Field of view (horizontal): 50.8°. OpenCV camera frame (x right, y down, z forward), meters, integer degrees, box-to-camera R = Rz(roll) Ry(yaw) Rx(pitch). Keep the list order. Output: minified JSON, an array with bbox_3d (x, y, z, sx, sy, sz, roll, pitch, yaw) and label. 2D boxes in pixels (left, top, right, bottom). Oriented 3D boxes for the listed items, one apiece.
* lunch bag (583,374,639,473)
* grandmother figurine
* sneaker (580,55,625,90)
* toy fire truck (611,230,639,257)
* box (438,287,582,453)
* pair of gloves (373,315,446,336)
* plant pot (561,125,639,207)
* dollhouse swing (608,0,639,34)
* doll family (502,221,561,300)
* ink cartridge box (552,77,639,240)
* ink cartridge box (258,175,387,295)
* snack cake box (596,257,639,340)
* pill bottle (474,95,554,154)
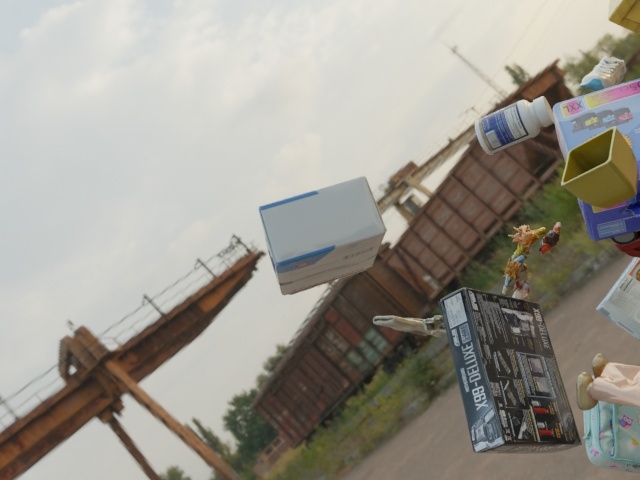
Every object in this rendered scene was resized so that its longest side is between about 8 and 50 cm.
[{"bbox_3d":[0.852,0.508,1.893,0.108,0.224,0.279,105,175,-59],"label":"lunch bag"},{"bbox_3d":[0.639,0.272,1.183,0.208,0.104,0.342,-44,25,-26],"label":"grandmother figurine"},{"bbox_3d":[0.789,-0.462,1.876,0.229,0.087,0.092,-28,-44,-54],"label":"sneaker"},{"bbox_3d":[0.805,-0.035,1.547,0.217,0.246,0.158,-26,34,39],"label":"toy fire truck"},{"bbox_3d":[0.374,0.258,1.333,0.242,0.307,0.076,12,-34,-36],"label":"box"},{"bbox_3d":[0.270,0.200,1.561,0.240,0.042,0.204,-8,-14,42],"label":"pair of gloves"},{"bbox_3d":[0.409,-0.095,0.967,0.081,0.083,0.081,-32,23,48],"label":"plant pot"},{"bbox_3d":[0.902,-0.599,1.544,0.315,0.347,0.305,-61,-7,-46],"label":"dollhouse swing"},{"bbox_3d":[0.521,0.053,1.744,0.263,0.118,0.163,-63,-17,4],"label":"doll family"},{"bbox_3d":[0.668,-0.165,1.418,0.270,0.151,0.395,-16,41,19],"label":"ink cartridge box"},{"bbox_3d":[0.000,0.000,1.417,0.223,0.129,0.307,-18,-14,-6],"label":"ink cartridge box"},{"bbox_3d":[0.921,0.132,1.898,0.264,0.152,0.089,-47,-17,-17],"label":"snack cake box"},{"bbox_3d":[0.331,-0.198,1.147,0.120,0.067,0.067,-22,3,29],"label":"pill bottle"}]
